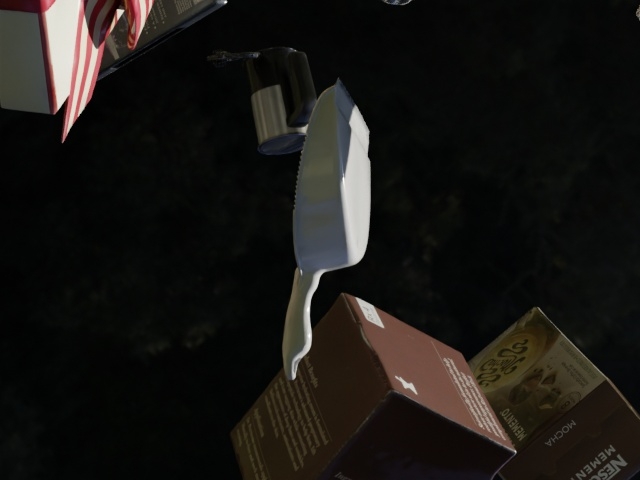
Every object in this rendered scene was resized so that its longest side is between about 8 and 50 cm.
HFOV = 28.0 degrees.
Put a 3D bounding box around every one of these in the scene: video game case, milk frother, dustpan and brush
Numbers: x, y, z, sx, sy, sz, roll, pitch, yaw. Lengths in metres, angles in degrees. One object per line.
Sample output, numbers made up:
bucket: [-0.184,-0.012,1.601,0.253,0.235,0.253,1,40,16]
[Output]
video game case: [-0.242,-0.323,1.555,0.274,0.196,0.026,-22,175,40]
milk frother: [-0.084,-0.200,1.795,0.143,0.135,0.129,-7,166,-14]
dustpan and brush: [0.000,0.000,0.976,0.060,0.211,0.147,-3,166,12]

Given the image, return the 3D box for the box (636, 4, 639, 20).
box: [0.399,-0.184,1.075,0.126,0.231,0.262,-26,-159,39]

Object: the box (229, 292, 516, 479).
box: [0.045,0.198,1.255,0.203,0.167,0.168,-51,-150,17]

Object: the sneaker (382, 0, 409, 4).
sneaker: [0.125,-0.456,1.790,0.110,0.107,0.275,3,-103,58]

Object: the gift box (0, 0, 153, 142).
gift box: [-0.269,-0.240,0.987,0.276,0.258,0.255,-75,169,-45]

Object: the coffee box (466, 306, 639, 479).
coffee box: [0.278,0.214,1.585,0.168,0.119,0.297,-40,-165,4]
